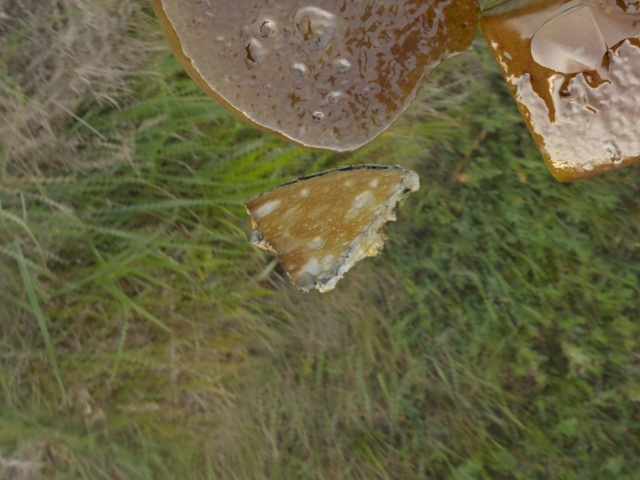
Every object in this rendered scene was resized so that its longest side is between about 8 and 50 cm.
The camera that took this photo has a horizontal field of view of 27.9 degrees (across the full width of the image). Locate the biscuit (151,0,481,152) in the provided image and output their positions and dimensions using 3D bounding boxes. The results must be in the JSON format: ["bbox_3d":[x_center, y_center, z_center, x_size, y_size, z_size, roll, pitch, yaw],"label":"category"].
[{"bbox_3d":[-0.007,-0.217,1.130,0.257,0.049,0.273,-44,113,0],"label":"biscuit"}]

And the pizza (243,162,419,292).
[{"bbox_3d":[0.000,0.000,0.551,0.083,0.078,0.025,-7,133,24],"label":"pizza"}]

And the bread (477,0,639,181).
[{"bbox_3d":[0.277,-0.165,1.099,0.234,0.110,0.184,-20,111,22],"label":"bread"}]
